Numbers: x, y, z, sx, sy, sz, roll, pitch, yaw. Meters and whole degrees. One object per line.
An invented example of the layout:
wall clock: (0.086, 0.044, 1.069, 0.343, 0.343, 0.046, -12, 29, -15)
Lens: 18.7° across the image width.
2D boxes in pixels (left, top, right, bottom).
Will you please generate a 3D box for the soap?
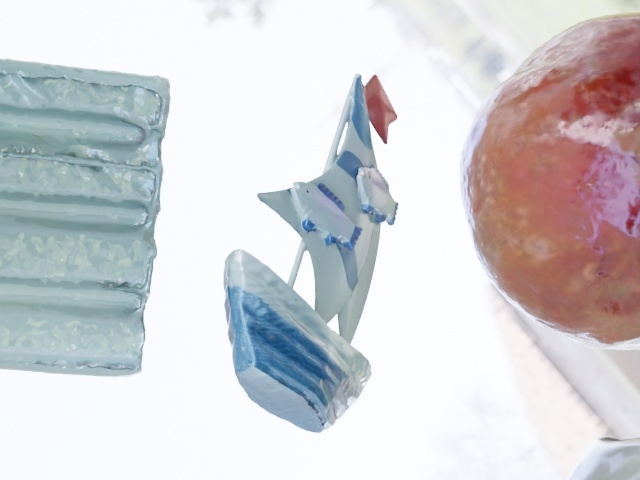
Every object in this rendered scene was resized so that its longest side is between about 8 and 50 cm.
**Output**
soap: (-0.160, -0.014, 0.703, 0.198, 0.114, 0.063, 6, -177, -13)

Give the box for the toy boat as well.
toy boat: (0.002, 0.011, 0.773, 0.149, 0.034, 0.105, -61, -40, -45)

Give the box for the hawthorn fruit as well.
hawthorn fruit: (0.239, -0.054, 1.360, 0.242, 0.272, 0.241, 20, -125, -31)

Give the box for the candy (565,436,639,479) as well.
candy: (0.292, 0.175, 0.645, 0.427, 0.186, 0.386, 8, 167, 22)
